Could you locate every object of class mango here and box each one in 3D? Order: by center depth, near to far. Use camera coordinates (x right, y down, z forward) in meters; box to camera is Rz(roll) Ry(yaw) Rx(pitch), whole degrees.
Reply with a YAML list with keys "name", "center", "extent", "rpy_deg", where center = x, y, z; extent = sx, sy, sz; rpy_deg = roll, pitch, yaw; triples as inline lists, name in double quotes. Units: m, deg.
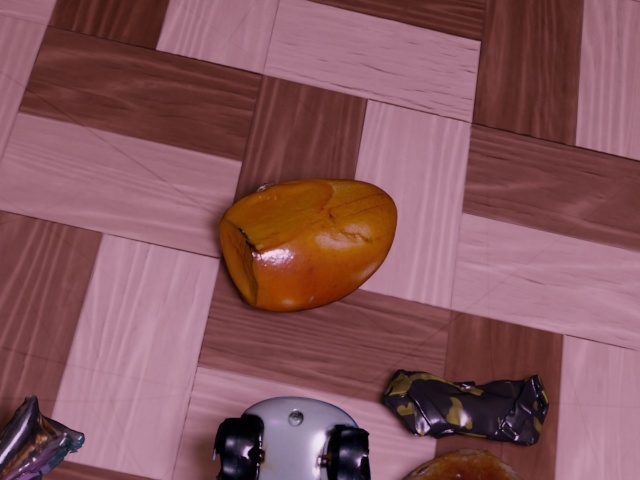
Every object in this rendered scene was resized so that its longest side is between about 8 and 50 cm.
- name: "mango"
  center: [0.000, 0.000, 1.765]
  extent: [0.257, 0.138, 0.187]
  rpy_deg: [-13, 45, -22]

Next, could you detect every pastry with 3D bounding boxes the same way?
- name: "pastry"
  center: [0.182, 0.354, 1.617]
  extent: [0.192, 0.093, 0.182]
  rpy_deg: [-9, 60, -15]

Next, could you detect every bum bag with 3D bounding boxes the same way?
- name: "bum bag"
  center: [0.196, 0.220, 1.715]
  extent: [0.232, 0.060, 0.107]
  rpy_deg: [3, 51, -12]

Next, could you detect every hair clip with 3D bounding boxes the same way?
- name: "hair clip"
  center: [-0.438, 0.315, 1.495]
  extent: [0.110, 0.096, 0.358]
  rpy_deg: [35, 60, 22]

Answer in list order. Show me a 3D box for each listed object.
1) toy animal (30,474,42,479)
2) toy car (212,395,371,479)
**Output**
- name: "toy animal"
  center: [-0.419, 0.413, 1.463]
  extent: [0.367, 0.081, 0.205]
  rpy_deg: [-35, 50, -28]
- name: "toy car"
  center: [-0.031, 0.312, 1.538]
  extent: [0.188, 0.190, 0.255]
  rpy_deg: [3, 89, 6]
